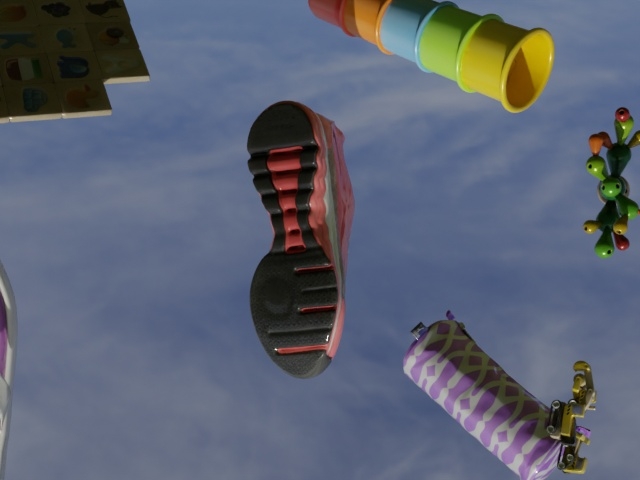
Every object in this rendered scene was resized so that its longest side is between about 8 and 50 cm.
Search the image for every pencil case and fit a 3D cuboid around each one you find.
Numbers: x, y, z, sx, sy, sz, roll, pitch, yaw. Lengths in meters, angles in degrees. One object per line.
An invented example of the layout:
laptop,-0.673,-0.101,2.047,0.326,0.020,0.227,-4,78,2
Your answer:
pencil case,0.182,0.169,1.100,0.088,0.086,0.206,-42,-115,-12

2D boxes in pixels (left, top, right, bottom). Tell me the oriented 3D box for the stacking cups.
stacking cups,0.110,-0.239,1.180,0.316,0.096,0.096,27,-138,35

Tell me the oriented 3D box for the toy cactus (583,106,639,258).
toy cactus,0.453,-0.083,1.541,0.112,0.219,0.180,-2,178,16

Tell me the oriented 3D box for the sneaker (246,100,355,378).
sneaker,0.001,0.000,1.173,0.116,0.314,0.136,-1,-179,31

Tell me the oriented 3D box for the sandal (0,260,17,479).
sandal,-0.411,0.151,1.098,0.169,0.416,0.102,-6,-166,-6

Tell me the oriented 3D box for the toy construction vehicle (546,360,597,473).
toy construction vehicle,0.252,0.174,0.993,0.035,0.086,0.098,7,-111,31

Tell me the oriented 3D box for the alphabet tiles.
alphabet tiles,-0.389,-0.233,1.213,0.342,0.011,0.285,-8,-132,-21
